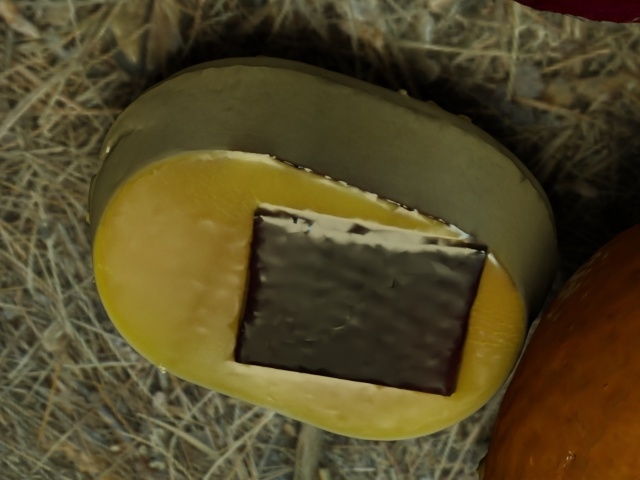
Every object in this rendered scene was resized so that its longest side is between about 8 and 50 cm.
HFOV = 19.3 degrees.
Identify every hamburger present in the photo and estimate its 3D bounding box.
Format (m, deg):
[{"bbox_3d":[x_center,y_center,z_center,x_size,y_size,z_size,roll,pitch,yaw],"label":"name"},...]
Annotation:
[{"bbox_3d":[0.000,0.000,1.171,0.295,0.151,0.227,23,125,-6],"label":"hamburger"}]

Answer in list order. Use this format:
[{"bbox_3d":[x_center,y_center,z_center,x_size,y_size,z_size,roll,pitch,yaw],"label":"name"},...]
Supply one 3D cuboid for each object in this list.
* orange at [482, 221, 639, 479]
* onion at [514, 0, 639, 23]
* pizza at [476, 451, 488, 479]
[{"bbox_3d":[0.299,0.151,1.122,0.423,0.326,0.424,-2,106,-7],"label":"orange"},{"bbox_3d":[0.130,-0.240,0.942,0.314,0.146,0.280,23,126,-8],"label":"onion"},{"bbox_3d":[0.283,0.202,1.363,0.323,0.089,0.223,-7,128,13],"label":"pizza"}]
